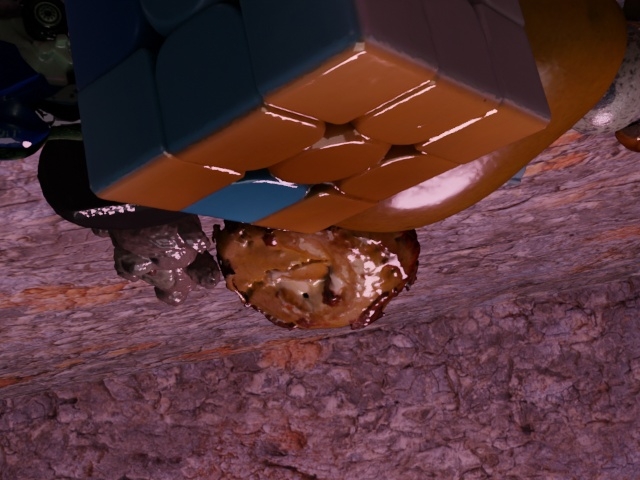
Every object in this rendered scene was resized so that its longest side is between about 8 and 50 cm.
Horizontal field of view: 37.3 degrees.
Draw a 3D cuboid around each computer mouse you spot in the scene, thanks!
[{"bbox_3d":[-0.250,-0.083,1.290,0.269,0.138,0.086,-6,153,-26],"label":"computer mouse"}]

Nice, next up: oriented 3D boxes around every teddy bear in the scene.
[{"bbox_3d":[-0.261,0.003,1.529,0.236,0.151,0.267,28,168,3],"label":"teddy bear"}]

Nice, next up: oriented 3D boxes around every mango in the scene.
[{"bbox_3d":[0.133,-0.166,1.101,0.445,0.232,0.300,-23,132,31],"label":"mango"}]

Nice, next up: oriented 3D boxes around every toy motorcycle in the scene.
[{"bbox_3d":[-0.309,-0.141,0.951,0.331,0.196,0.125,-2,160,-28],"label":"toy motorcycle"}]

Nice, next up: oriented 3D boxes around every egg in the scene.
[{"bbox_3d":[0.400,-0.223,1.321,0.132,0.132,0.172,-2,151,-31],"label":"egg"}]

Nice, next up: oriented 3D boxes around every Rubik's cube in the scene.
[{"bbox_3d":[-0.020,-0.196,0.818,0.291,0.291,0.291,-23,161,34],"label":"Rubik's cube"}]

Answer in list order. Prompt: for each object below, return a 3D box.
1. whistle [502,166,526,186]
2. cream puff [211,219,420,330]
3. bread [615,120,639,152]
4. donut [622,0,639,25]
[{"bbox_3d":[0.256,-0.139,1.550,0.186,0.093,0.274,-13,169,41],"label":"whistle"},{"bbox_3d":[0.001,0.004,1.581,0.350,0.229,0.351,7,134,7],"label":"cream puff"},{"bbox_3d":[0.613,-0.195,1.732,0.129,0.044,0.126,3,156,-35],"label":"bread"},{"bbox_3d":[0.479,-0.286,1.093,0.271,0.107,0.272,5,-168,-1],"label":"donut"}]
